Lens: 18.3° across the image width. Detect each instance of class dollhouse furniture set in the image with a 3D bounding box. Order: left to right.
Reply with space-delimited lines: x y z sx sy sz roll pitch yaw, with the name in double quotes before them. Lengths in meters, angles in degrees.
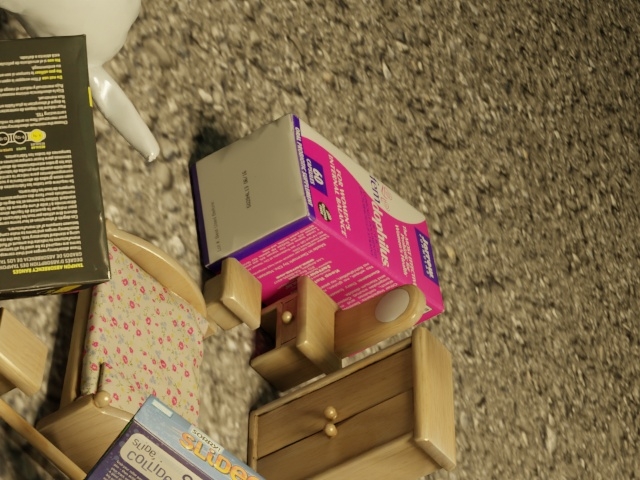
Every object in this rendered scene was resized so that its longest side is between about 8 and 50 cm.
"dollhouse furniture set" -0.066 0.052 1.489 0.355 0.174 0.303 45 30 -34

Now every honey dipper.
"honey dipper" -0.185 0.141 1.348 0.161 0.030 0.030 46 30 -25

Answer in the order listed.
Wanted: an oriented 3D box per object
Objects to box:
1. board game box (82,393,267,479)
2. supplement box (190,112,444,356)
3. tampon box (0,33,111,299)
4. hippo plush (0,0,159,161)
"board game box" -0.070 0.210 1.294 0.201 0.136 0.035 38 28 -3
"supplement box" 0.000 0.000 1.743 0.220 0.114 0.111 36 35 -48
"tampon box" -0.202 -0.043 1.294 0.120 0.101 0.161 167 -82 -73
"hippo plush" -0.252 -0.227 1.434 0.236 0.234 0.294 -4 111 -45
